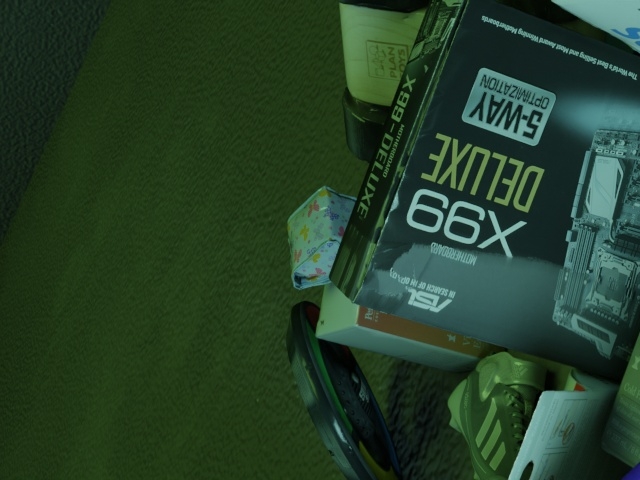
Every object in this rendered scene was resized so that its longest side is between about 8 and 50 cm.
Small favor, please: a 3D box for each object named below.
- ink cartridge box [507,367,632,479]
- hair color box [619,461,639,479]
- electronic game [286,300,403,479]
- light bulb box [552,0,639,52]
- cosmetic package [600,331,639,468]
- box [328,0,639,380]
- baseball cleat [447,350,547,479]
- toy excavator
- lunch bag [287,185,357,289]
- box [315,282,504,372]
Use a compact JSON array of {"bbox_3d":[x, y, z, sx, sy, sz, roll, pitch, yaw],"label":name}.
[{"bbox_3d":[0.172,0.190,1.109,0.066,0.232,0.189,25,99,38],"label":"ink cartridge box"},{"bbox_3d":[0.242,0.249,0.951,0.339,0.185,0.110,-55,34,36],"label":"hair color box"},{"bbox_3d":[0.028,0.167,1.473,0.048,0.229,0.229,-27,39,10],"label":"electronic game"},{"bbox_3d":[0.371,-0.290,0.878,0.361,0.225,0.358,-1,73,50],"label":"light bulb box"},{"bbox_3d":[0.308,0.067,1.032,0.127,0.107,0.238,-151,75,-69],"label":"cosmetic package"},{"bbox_3d":[0.189,-0.032,1.098,0.242,0.307,0.076,-69,20,9],"label":"box"},{"bbox_3d":[0.176,0.170,1.296,0.109,0.072,0.206,-59,31,16],"label":"baseball cleat"},{"bbox_3d":[0.129,-0.283,1.441,0.445,0.433,0.222,-55,-33,-46],"label":"toy excavator"},{"bbox_3d":[0.000,0.000,1.385,0.083,0.053,0.071,-40,41,38],"label":"lunch bag"},{"bbox_3d":[0.096,0.049,1.421,0.091,0.170,0.130,-20,58,62],"label":"box"}]
